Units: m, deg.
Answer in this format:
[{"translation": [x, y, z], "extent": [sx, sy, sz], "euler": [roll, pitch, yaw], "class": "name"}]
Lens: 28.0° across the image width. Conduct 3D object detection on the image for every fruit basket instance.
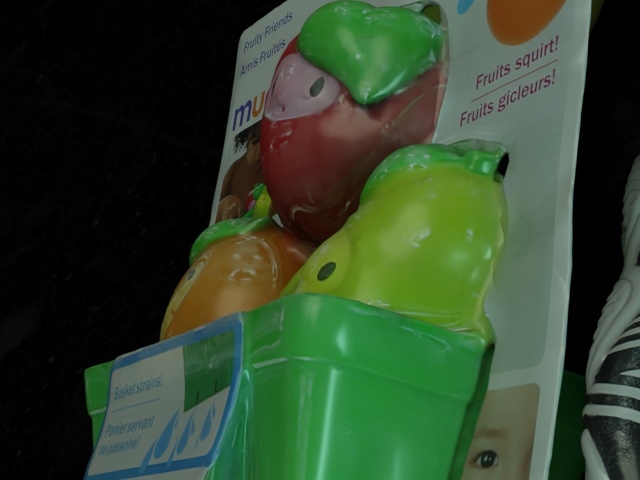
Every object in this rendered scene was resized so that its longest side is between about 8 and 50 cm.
[{"translation": [0.000, 0.000, 0.590], "extent": [0.327, 0.165, 0.353], "euler": [-22, 60, 57], "class": "fruit basket"}]

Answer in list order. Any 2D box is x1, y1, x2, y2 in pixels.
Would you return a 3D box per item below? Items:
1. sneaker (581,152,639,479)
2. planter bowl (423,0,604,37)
[{"translation": [0.220, 0.018, 0.452], "extent": [0.210, 0.137, 0.365], "euler": [-19, 37, 36], "class": "sneaker"}, {"translation": [0.093, -0.140, 0.762], "extent": [0.217, 0.090, 0.217], "euler": [-6, 8, 1], "class": "planter bowl"}]
